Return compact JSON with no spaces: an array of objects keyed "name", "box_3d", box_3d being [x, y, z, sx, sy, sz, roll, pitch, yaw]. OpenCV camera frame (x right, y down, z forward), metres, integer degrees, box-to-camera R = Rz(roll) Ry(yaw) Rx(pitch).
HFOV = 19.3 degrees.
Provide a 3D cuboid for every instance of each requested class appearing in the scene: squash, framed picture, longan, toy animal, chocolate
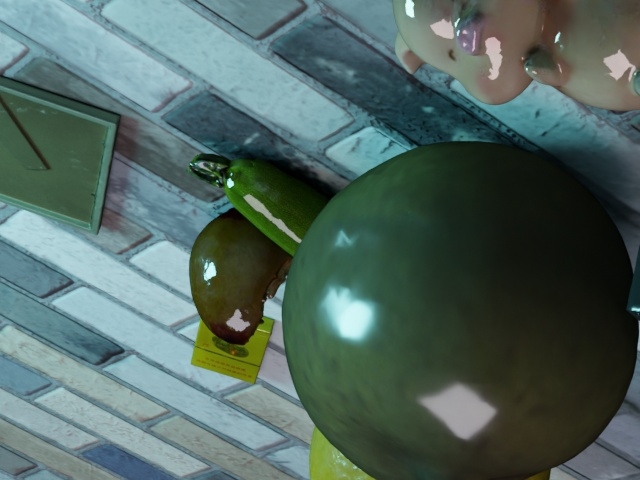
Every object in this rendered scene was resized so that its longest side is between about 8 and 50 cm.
[{"name":"squash","box_3d":[0.001,-0.001,1.946,0.318,0.071,0.080,35,148,-28]},{"name":"framed picture","box_3d":[-0.311,-0.094,2.012,0.184,0.016,0.250,18,151,-1]},{"name":"longan","box_3d":[0.131,0.083,1.762,0.361,0.361,0.361,13,151,7]},{"name":"toy animal","box_3d":[0.173,-0.182,1.461,0.250,0.166,0.154,14,-165,17]},{"name":"chocolate","box_3d":[-0.080,0.042,2.006,0.127,0.133,0.124,10,147,9]}]

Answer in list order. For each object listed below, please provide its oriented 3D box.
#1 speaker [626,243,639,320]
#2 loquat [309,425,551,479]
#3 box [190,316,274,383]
[{"name":"speaker","box_3d":[0.412,-0.015,1.535,0.254,0.232,0.184,-14,140,44]},{"name":"loquat","box_3d":[0.115,0.241,2.136,0.275,0.274,0.275,13,151,7]},{"name":"box","box_3d":[-0.108,0.123,2.274,0.087,0.023,0.155,20,151,0]}]
